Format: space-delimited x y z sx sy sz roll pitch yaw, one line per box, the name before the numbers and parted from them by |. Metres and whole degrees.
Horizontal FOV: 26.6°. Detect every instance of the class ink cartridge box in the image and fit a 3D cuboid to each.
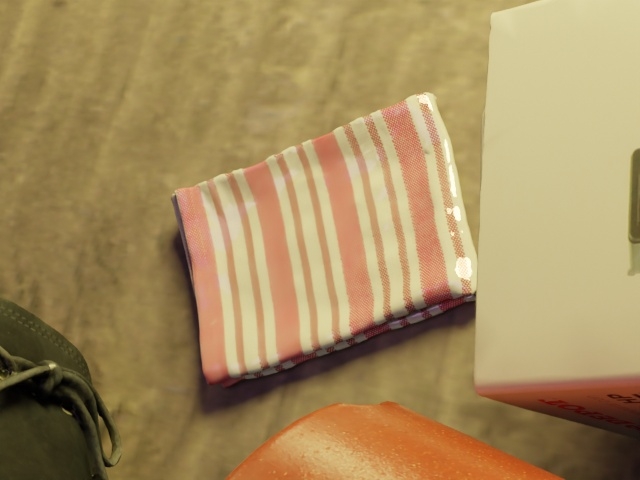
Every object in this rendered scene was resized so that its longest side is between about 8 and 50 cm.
ink cartridge box | 0.236 -0.014 0.626 0.270 0.198 0.197 -9 70 41

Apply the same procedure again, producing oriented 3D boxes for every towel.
towel | 0.000 0.000 0.871 0.197 0.029 0.144 -21 67 19

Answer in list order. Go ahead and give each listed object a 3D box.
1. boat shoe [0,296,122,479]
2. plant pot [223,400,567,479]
boat shoe | -0.211 0.117 0.817 0.156 0.187 0.500 -49 41 -7
plant pot | 0.078 0.209 0.559 0.265 0.272 0.272 28 87 38
